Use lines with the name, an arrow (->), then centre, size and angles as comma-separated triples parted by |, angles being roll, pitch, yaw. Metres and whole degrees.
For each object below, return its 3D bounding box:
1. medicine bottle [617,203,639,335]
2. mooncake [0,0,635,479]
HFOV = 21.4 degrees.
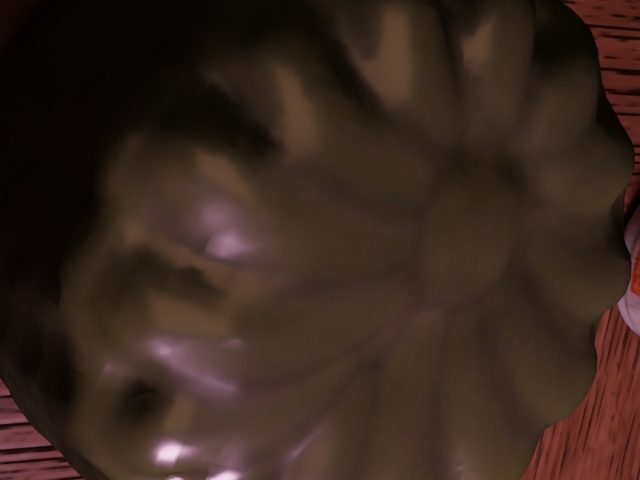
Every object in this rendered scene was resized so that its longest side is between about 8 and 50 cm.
medicine bottle -> 0.319, 0.048, 1.091 | 0.144, 0.252, 0.144 | -15, 118, -30
mooncake -> 0.000, 0.000, 0.893 | 0.356, 0.194, 0.356 | -14, 118, -28
